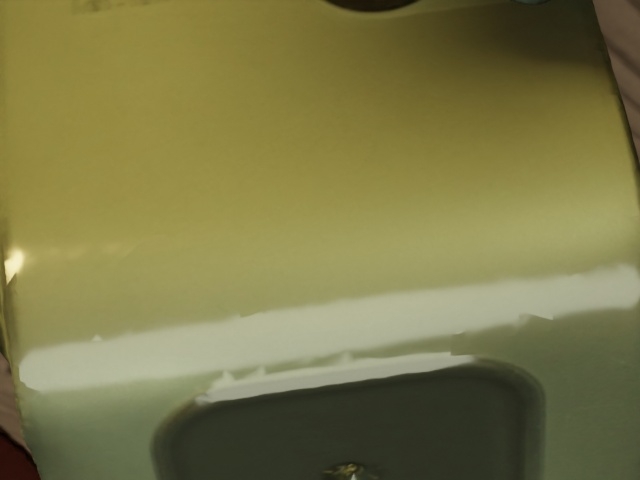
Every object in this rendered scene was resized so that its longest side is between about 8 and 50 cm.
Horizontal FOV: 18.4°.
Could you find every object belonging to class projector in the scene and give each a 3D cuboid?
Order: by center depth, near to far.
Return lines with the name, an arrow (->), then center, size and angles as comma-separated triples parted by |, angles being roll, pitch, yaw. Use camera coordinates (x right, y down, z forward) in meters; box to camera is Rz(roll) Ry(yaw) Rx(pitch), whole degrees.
projector -> 0.000, 0.000, 0.870 | 0.249, 0.248, 0.248 | -8, 142, 0

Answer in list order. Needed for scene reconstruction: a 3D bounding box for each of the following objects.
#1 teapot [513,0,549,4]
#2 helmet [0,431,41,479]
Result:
teapot -> 0.106, -0.218, 0.701 | 0.203, 0.171, 0.225 | 45, 116, -11
helmet -> -0.291, 0.278, 1.151 | 0.230, 0.337, 0.385 | -11, 162, 23
